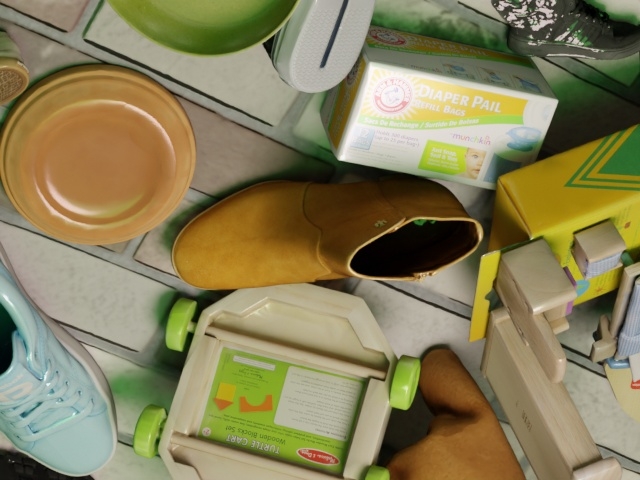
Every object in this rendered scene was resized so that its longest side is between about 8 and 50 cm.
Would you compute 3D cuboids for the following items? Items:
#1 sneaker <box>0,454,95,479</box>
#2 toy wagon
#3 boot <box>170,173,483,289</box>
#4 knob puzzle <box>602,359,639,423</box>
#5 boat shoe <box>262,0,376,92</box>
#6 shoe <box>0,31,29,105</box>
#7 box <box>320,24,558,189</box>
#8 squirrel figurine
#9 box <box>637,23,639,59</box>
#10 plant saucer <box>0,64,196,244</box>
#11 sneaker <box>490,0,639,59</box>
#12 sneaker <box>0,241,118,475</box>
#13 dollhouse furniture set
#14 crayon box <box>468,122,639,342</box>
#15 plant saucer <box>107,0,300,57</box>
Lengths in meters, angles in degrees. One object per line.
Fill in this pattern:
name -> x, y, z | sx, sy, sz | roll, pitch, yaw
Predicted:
sneaker -> -0.384, 0.291, 1.938 | 0.283, 0.107, 0.124 | 22, 119, -21
toy wagon -> -0.056, 0.211, 1.853 | 0.267, 0.068, 0.344 | 14, 78, 12
boot -> 0.001, 0.001, 1.773 | 0.295, 0.211, 0.104 | -15, 105, -5
knob puzzle -> 0.411, 0.138, 2.043 | 0.213, 0.030, 0.213 | -5, 120, -9
boat shoe -> 0.012, -0.303, 1.662 | 0.121, 0.119, 0.335 | -2, 127, -45
shoe -> -0.380, -0.132, 1.729 | 0.219, 0.058, 0.076 | -26, 152, 9
box -> 0.116, -0.132, 1.790 | 0.203, 0.103, 0.114 | 9, 118, -16
squirrel figurine -> 0.065, 0.375, 1.899 | 0.370, 0.397, 0.281 | -22, 126, -8
box -> 0.372, -0.199, 1.851 | 0.083, 0.018, 0.067 | -13, 121, -3
plant saucer -> -0.222, -0.079, 1.794 | 0.200, 0.037, 0.200 | -4, 120, -8
sneaker -> 0.246, -0.230, 1.790 | 0.170, 0.051, 0.089 | -1, 124, -6
sneaker -> -0.323, 0.133, 1.829 | 0.135, 0.150, 0.366 | -29, 120, 7
dollhouse furniture set -> 0.345, 0.108, 1.795 | 0.303, 0.198, 0.286 | -20, 153, -11
crayon box -> 0.285, -0.022, 1.820 | 0.318, 0.081, 0.202 | -21, 153, -11
plant saucer -> -0.110, -0.288, 1.643 | 0.241, 0.037, 0.241 | 9, 114, 21
